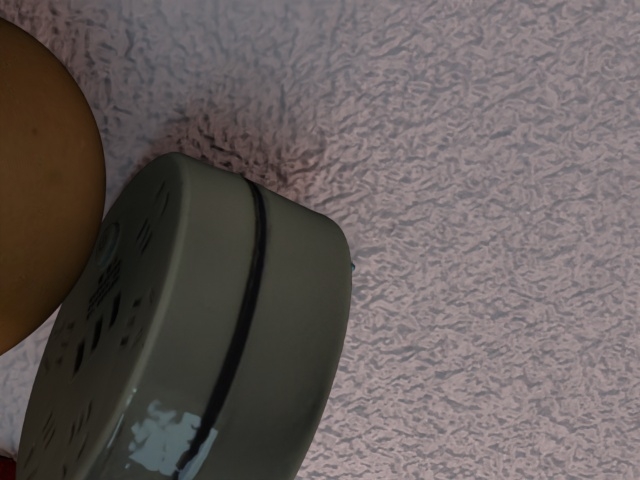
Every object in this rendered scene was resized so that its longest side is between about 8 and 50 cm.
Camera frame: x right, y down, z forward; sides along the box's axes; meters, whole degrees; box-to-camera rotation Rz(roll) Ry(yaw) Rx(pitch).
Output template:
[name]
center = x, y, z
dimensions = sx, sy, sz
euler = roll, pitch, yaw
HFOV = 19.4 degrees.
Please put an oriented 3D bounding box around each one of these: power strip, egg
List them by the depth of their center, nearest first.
[egg]
center = -0.345, -0.031, 1.482
dimensions = 0.374, 0.301, 0.301
euler = -22, 124, 24
[power strip]
center = -0.122, 0.112, 1.554
dimensions = 0.161, 0.357, 0.357
euler = 23, 122, -19

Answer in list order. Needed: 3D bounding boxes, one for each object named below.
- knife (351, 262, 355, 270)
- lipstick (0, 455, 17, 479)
[knife]
center = 0.000, 0.000, 1.694
dimensions = 0.014, 0.005, 0.091
euler = -38, 118, 24
[lipstick]
center = -0.327, 0.244, 1.823
dimensions = 0.280, 0.073, 0.073
euler = 20, 123, -15
